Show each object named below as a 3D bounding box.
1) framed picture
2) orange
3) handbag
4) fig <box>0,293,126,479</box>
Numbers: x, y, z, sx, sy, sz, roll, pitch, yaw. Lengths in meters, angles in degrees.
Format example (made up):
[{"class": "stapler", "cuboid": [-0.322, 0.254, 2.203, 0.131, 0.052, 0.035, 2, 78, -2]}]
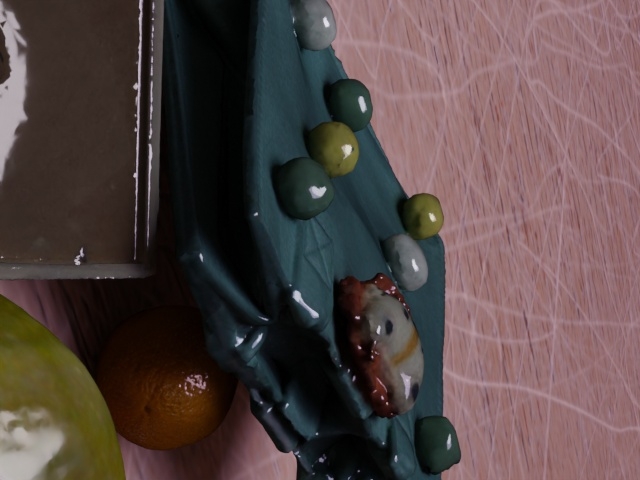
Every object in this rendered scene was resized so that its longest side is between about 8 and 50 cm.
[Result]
[{"class": "framed picture", "cuboid": [-0.162, -0.076, 0.760, 0.260, 0.023, 0.189, 1, 90, -48]}, {"class": "orange", "cuboid": [-0.078, 0.070, 0.939, 0.085, 0.085, 0.085, 9, 80, -63]}, {"class": "handbag", "cuboid": [0.004, -0.003, 0.995, 0.274, 0.100, 0.269, -95, 163, -50]}, {"class": "fig", "cuboid": [-0.176, 0.082, 0.653, 0.233, 0.167, 0.167, 27, 64, -52]}]
